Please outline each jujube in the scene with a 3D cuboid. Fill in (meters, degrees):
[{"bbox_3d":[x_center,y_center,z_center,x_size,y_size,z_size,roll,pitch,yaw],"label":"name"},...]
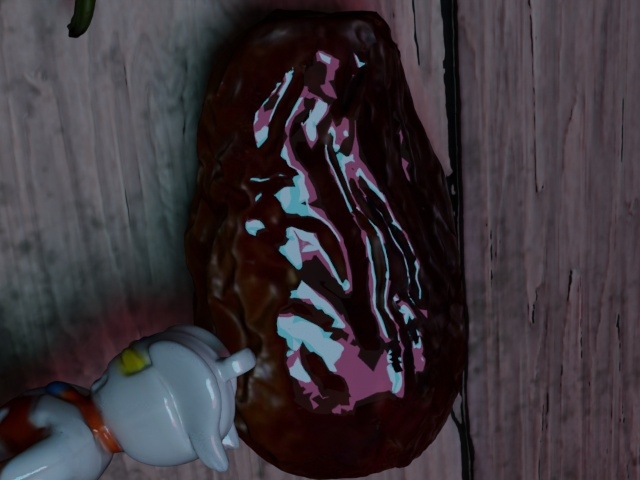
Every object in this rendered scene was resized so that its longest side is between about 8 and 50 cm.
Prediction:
[{"bbox_3d":[0.000,0.000,1.219,0.216,0.216,0.342,-12,114,-19],"label":"jujube"}]

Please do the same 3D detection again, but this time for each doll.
[{"bbox_3d":[-0.217,0.156,1.152,0.384,0.188,0.099,-22,98,7],"label":"doll"}]

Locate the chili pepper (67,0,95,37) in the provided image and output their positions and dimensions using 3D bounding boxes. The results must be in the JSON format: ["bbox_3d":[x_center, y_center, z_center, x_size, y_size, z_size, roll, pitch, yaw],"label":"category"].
[{"bbox_3d":[-0.218,-0.294,1.033,0.137,0.092,0.368,-32,120,16],"label":"chili pepper"}]
